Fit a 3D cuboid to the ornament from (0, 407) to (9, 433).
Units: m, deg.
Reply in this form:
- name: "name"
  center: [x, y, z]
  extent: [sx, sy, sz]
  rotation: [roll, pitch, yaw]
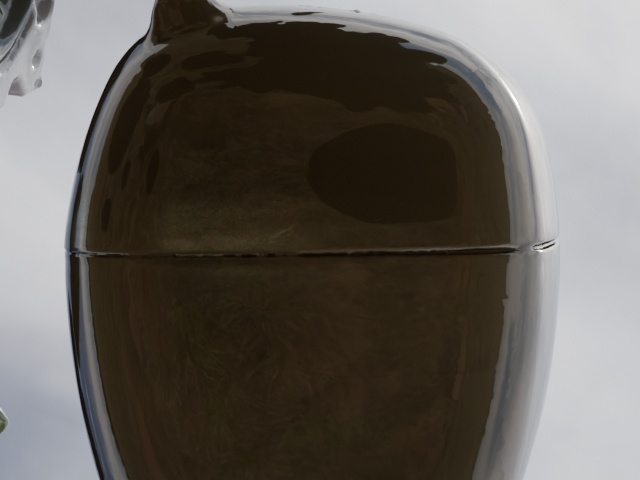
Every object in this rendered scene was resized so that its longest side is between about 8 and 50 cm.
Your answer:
- name: "ornament"
  center: [-0.293, 0.153, 1.364]
  extent: [0.130, 0.120, 0.285]
  rotation: [-27, -151, 11]

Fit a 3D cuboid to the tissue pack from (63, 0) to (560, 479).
- name: "tissue pack"
  center: [0.000, 0.000, 1.075]
  extent: [0.267, 0.387, 0.277]
  rotation: [2, -86, 3]

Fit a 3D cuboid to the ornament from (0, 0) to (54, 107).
- name: "ornament"
  center: [-0.355, -0.245, 1.541]
  extent: [0.240, 0.240, 0.239]
  rotation: [16, -73, 7]
